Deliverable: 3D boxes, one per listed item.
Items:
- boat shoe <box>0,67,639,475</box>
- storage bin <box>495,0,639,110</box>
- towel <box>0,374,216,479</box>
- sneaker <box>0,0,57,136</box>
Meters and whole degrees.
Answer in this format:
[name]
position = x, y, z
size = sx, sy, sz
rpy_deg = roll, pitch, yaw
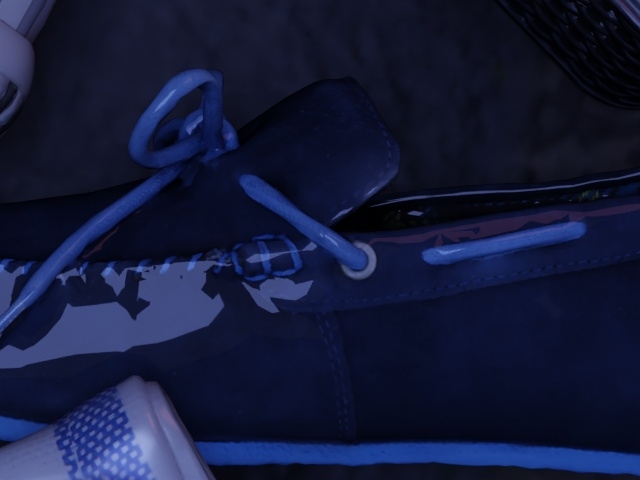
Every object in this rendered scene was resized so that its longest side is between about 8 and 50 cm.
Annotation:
[boat shoe]
position = 0.000, 0.000, 0.464
size = 0.258, 0.109, 0.089
rpy_deg = 2, 103, -16
[storage bin]
position = 0.067, -0.135, 0.480
size = 0.122, 0.084, 0.180
rpy_deg = -44, 89, -5
[towel]
position = -0.105, 0.176, 0.429
size = 0.285, 0.034, 0.209
rpy_deg = -31, 117, -3
[sneaker]
position = -0.154, -0.123, 0.480
size = 0.229, 0.086, 0.132
rpy_deg = 27, 74, -3
